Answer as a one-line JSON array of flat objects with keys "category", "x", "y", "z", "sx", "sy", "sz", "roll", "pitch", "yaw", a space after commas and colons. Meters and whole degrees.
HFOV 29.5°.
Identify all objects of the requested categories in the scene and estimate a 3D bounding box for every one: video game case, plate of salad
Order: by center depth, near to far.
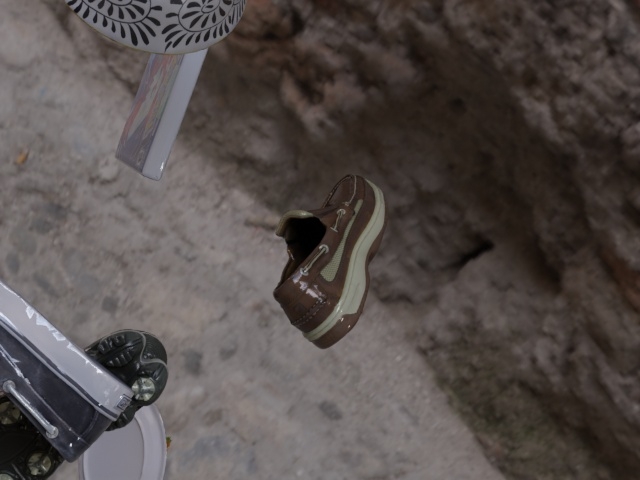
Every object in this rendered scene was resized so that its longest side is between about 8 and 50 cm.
[{"category": "video game case", "x": -0.161, "y": -0.169, "z": 1.273, "sx": 0.023, "sy": 0.183, "sz": 0.201, "roll": 19, "pitch": 93, "yaw": -20}, {"category": "plate of salad", "x": -0.278, "y": 0.309, "z": 1.736, "sx": 0.048, "sy": 0.200, "sz": 0.200, "roll": 14, "pitch": 53, "yaw": -45}]

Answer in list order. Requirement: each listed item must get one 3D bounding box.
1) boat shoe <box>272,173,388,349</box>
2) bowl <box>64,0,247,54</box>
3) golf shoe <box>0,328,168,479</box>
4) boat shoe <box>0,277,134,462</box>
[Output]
[{"category": "boat shoe", "x": 0.005, "y": -0.005, "z": 1.244, "sx": 0.095, "sy": 0.095, "sz": 0.257, "roll": 38, "pitch": 29, "yaw": -16}, {"category": "bowl", "x": -0.123, "y": -0.237, "z": 0.950, "sx": 0.170, "sy": 0.080, "sz": 0.170, "roll": 11, "pitch": 61, "yaw": -21}, {"category": "golf shoe", "x": -0.275, "y": 0.179, "z": 1.239, "sx": 0.273, "sy": 0.120, "sz": 0.105, "roll": -26, "pitch": 96, "yaw": 1}, {"category": "boat shoe", "x": -0.315, "y": 0.085, "z": 1.117, "sx": 0.301, "sy": 0.108, "sz": 0.102, "roll": 39, "pitch": 80, "yaw": 5}]
